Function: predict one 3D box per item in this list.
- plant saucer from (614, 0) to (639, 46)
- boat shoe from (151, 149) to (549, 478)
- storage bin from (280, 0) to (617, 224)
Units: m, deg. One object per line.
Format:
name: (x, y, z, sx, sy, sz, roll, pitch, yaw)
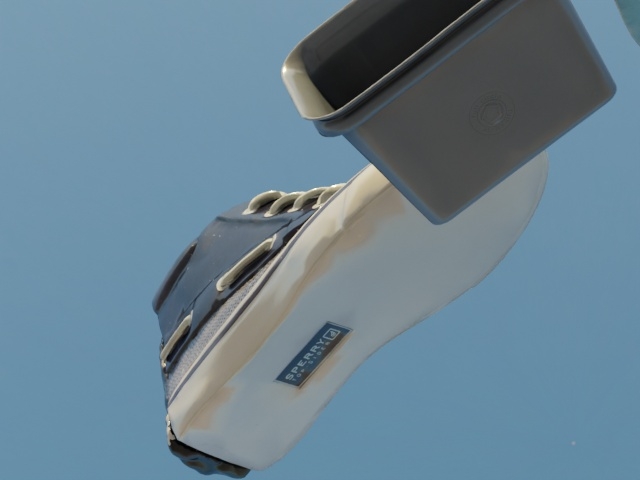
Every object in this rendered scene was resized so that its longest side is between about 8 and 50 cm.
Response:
plant saucer: (0.211, -0.269, 0.920, 0.043, 0.317, 0.318, 0, -98, 26)
boat shoe: (0.000, 0.000, 1.066, 0.340, 0.127, 0.158, -44, -139, 22)
storage bin: (0.063, -0.079, 0.722, 0.135, 0.098, 0.091, -36, -60, 7)
